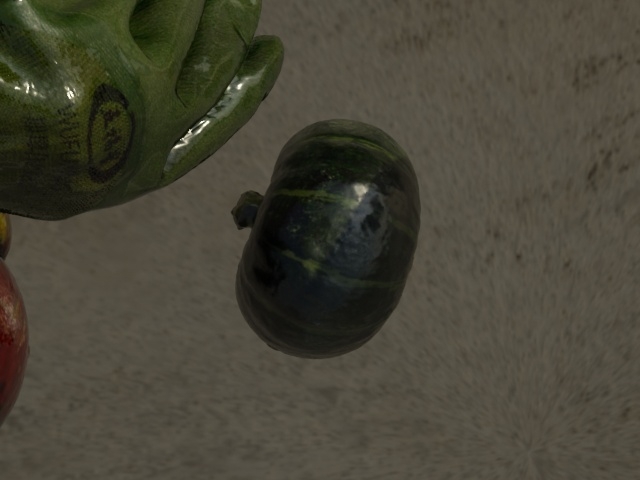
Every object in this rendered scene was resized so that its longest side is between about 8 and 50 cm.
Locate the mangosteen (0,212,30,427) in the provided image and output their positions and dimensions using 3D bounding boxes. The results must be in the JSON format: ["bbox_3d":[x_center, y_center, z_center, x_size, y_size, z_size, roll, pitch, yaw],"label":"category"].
[{"bbox_3d":[-0.283,0.028,0.939,0.215,0.215,0.257,0,63,8],"label":"mangosteen"}]

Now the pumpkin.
[{"bbox_3d":[0.003,0.001,1.033,0.125,0.167,0.167,7,82,-18],"label":"pumpkin"}]

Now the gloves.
[{"bbox_3d":[-0.123,-0.062,0.628,0.268,0.135,0.107,-19,71,-35],"label":"gloves"}]
